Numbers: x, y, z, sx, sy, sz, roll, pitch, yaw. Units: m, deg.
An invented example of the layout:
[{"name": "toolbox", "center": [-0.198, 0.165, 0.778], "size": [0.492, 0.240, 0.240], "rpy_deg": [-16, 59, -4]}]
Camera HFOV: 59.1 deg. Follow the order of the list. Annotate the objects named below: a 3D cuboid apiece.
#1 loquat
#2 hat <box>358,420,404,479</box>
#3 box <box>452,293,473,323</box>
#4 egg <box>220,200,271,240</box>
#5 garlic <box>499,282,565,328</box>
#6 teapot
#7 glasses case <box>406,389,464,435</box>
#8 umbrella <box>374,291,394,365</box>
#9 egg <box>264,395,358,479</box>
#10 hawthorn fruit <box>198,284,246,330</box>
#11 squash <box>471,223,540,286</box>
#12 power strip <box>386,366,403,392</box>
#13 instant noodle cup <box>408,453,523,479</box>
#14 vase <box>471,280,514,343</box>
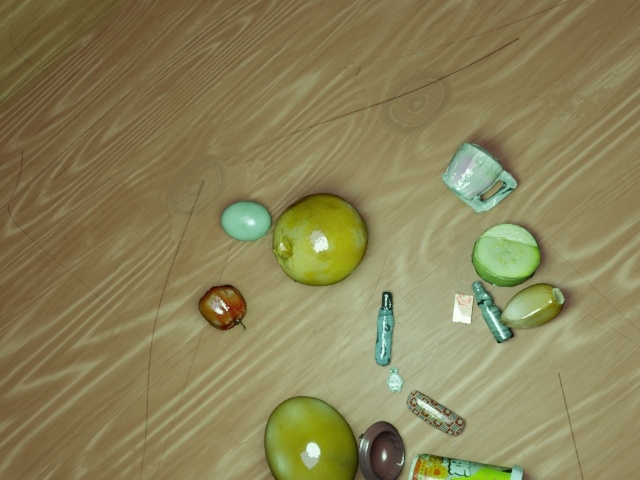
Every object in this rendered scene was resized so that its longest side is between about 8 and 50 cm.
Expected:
[{"name": "loquat", "center": [0.000, 0.000, 1.901], "size": [0.329, 0.328, 0.328], "rpy_deg": [-3, 77, 14]}, {"name": "hat", "center": [0.183, 0.676, 1.791], "size": [0.089, 0.206, 0.205], "rpy_deg": [-12, 72, 51]}, {"name": "box", "center": [0.474, 0.227, 1.879], "size": [0.058, 0.015, 0.092], "rpy_deg": [6, 81, 18]}, {"name": "egg", "center": [-0.274, -0.071, 2.073], "size": [0.193, 0.149, 0.149], "rpy_deg": [2, 79, 15]}, {"name": "garlic", "center": [0.666, 0.220, 1.784], "size": [0.207, 0.128, 0.115], "rpy_deg": [-32, 114, 13]}, {"name": "teapot", "center": [0.521, -0.210, 1.911], "size": [0.178, 0.222, 0.163], "rpy_deg": [-53, 32, 9]}, {"name": "glasses case", "center": [0.366, 0.559, 1.819], "size": [0.195, 0.049, 0.073], "rpy_deg": [28, 87, 19]}, {"name": "umbrella", "center": [0.217, 0.298, 1.916], "size": [0.053, 0.052, 0.250], "rpy_deg": [-9, 74, 49]}, {"name": "egg", "center": [-0.032, 0.653, 1.779], "size": [0.282, 0.282, 0.351], "rpy_deg": [-46, 45, 2]}, {"name": "hawthorn fruit", "center": [-0.334, 0.251, 2.020], "size": [0.194, 0.157, 0.157], "rpy_deg": [43, 92, 12]}, {"name": "squash", "center": [0.603, 0.038, 1.834], "size": [0.220, 0.133, 0.220], "rpy_deg": [-5, 71, 14]}, {"name": "power strip", "center": [0.247, 0.464, 1.880], "size": [0.055, 0.035, 0.083], "rpy_deg": [-8, 79, 13]}, {"name": "instant noodle cup", "center": [0.421, 0.768, 1.662], "size": [0.308, 0.294, 0.293], "rpy_deg": [7, 80, 23]}, {"name": "vase", "center": [0.552, 0.228, 1.836], "size": [0.060, 0.060, 0.211], "rpy_deg": [-27, 72, 8]}]
